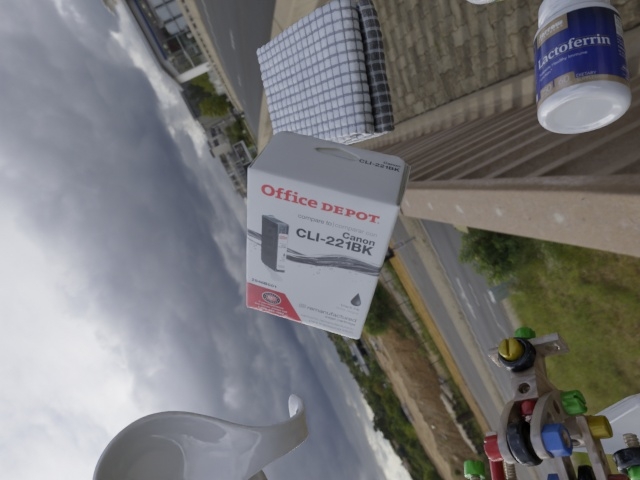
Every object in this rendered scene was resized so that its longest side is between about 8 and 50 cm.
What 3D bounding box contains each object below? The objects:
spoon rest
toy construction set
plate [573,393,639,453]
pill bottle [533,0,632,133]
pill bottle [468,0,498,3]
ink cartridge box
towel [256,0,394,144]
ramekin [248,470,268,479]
[{"bbox_3d":[-0.128,0.262,0.514,0.084,0.277,0.137,-17,82,55],"label":"spoon rest"},{"bbox_3d":[0.362,0.297,0.701,0.237,0.258,0.308,-79,10,-45],"label":"toy construction set"},{"bbox_3d":[0.659,0.362,0.812,0.278,0.278,0.045,101,172,-48],"label":"plate"},{"bbox_3d":[0.507,-0.362,0.815,0.153,0.153,0.264,75,-161,-72],"label":"pill bottle"},{"bbox_3d":[0.289,-0.390,0.543,0.117,0.209,0.117,54,155,39],"label":"pill bottle"},{"bbox_3d":[0.000,0.000,0.616,0.114,0.197,0.272,-67,-11,-49],"label":"ink cartridge box"},{"bbox_3d":[0.009,-0.296,0.809,0.284,0.121,0.234,1,106,53],"label":"towel"},{"bbox_3d":[-0.188,0.462,0.679,0.207,0.207,0.109,62,-177,13],"label":"ramekin"}]
